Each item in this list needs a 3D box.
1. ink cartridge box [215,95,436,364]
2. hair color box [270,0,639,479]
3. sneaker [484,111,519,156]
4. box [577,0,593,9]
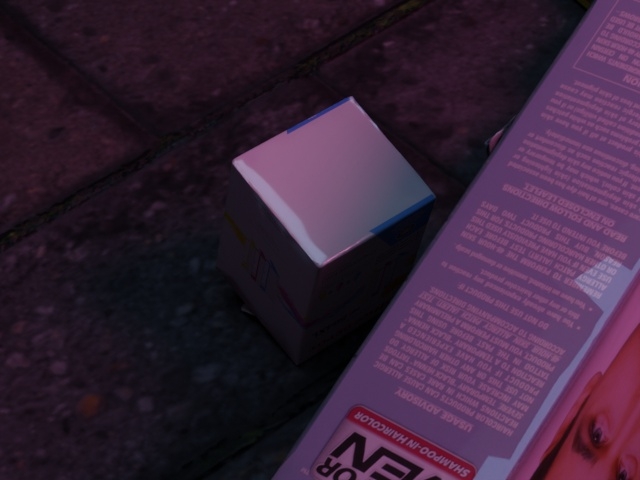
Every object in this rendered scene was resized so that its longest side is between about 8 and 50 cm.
[{"bbox_3d":[0.000,0.000,1.195,0.092,0.143,0.090,-31,67,-23],"label":"ink cartridge box"},{"bbox_3d":[0.145,0.032,1.022,0.113,0.185,0.374,26,74,31],"label":"hair color box"},{"bbox_3d":[0.209,-0.010,1.219,0.115,0.105,0.281,-30,39,-10],"label":"sneaker"},{"bbox_3d":[0.270,-0.155,1.370,0.087,0.058,0.232,-23,47,-16],"label":"box"}]
